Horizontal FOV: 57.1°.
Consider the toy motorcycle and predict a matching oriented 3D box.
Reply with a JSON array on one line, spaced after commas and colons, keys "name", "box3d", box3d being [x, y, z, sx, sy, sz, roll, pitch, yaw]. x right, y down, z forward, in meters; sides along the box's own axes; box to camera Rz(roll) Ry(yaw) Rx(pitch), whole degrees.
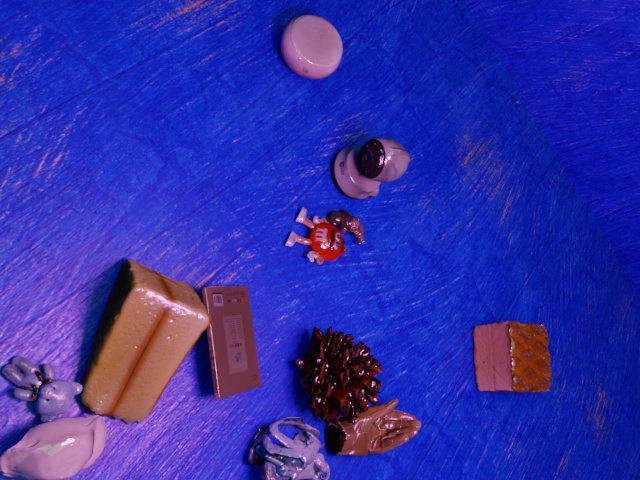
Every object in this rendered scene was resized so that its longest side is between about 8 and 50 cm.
[{"name": "toy motorcycle", "box3d": [-0.086, 0.629, 1.747, 0.260, 0.154, 0.206, 13, 48, -42]}]

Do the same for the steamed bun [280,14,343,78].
[{"name": "steamed bun", "box3d": [-0.041, -0.681, 2.104, 0.232, 0.145, 0.232, 6, 75, -25]}]

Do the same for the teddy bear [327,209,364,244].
[{"name": "teddy bear", "box3d": [0.103, -0.061, 2.092, 0.160, 0.078, 0.119, 28, 36, -23]}]

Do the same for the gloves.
[{"name": "gloves", "box3d": [0.175, 0.624, 1.944, 0.331, 0.141, 0.154, -1, 53, -28]}]

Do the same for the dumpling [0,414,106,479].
[{"name": "dumpling", "box3d": [-0.615, 0.492, 1.366, 0.250, 0.132, 0.162, -5, 115, -47]}]

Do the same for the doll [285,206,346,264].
[{"name": "doll", "box3d": [0.000, 0.000, 2.004, 0.217, 0.085, 0.183, 31, 60, -18]}]

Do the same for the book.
[{"name": "book", "box3d": [-0.256, 0.288, 1.714, 0.217, 0.021, 0.310, 8, 72, -63]}]

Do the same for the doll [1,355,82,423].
[{"name": "doll", "box3d": [-0.667, 0.346, 1.401, 0.180, 0.075, 0.120, 48, 59, -17]}]

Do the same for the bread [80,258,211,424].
[{"name": "bread", "box3d": [-0.493, 0.273, 1.570, 0.233, 0.245, 0.362, 30, 92, -30]}]

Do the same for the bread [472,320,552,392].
[{"name": "bread", "box3d": [0.784, 0.481, 2.408, 0.279, 0.207, 0.279, 9, 73, -37]}]

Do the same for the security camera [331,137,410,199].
[{"name": "security camera", "box3d": [0.186, -0.266, 2.089, 0.191, 0.277, 0.197, 5, 76, -38]}]

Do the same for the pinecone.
[{"name": "pinecone", "box3d": [0.064, 0.424, 1.838, 0.296, 0.242, 0.298, 33, 45, -27]}]
